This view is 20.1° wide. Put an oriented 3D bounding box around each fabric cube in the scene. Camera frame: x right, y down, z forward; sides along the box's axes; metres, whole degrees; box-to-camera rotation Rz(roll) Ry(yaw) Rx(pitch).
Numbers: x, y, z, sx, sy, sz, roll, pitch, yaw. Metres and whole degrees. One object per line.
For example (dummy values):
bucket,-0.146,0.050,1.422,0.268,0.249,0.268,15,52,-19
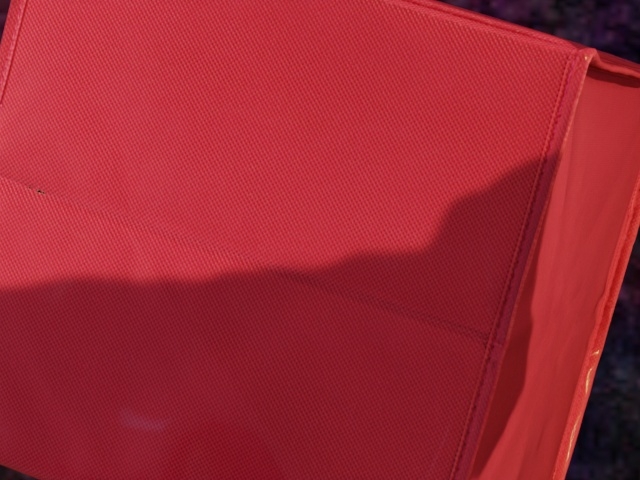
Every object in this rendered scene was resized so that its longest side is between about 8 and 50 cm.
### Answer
fabric cube,0.000,0.000,0.872,0.258,0.254,0.259,18,97,19
